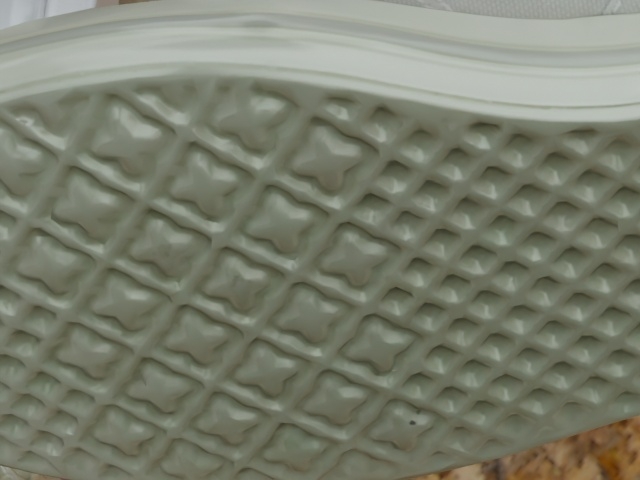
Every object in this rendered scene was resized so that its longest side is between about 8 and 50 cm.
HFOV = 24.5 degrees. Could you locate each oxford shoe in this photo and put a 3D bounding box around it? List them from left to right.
[{"bbox_3d":[0.055,-0.030,0.441,0.449,0.169,0.130,-11,40,3],"label":"oxford shoe"}]

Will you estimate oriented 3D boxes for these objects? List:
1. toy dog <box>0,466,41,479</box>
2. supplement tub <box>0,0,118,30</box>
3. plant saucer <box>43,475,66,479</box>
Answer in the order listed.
[{"bbox_3d":[-0.471,0.289,1.290,0.408,0.395,0.284,-43,116,-2],"label":"toy dog"},{"bbox_3d":[-0.258,-0.100,0.816,0.272,0.191,0.191,7,51,-4],"label":"supplement tub"},{"bbox_3d":[-0.133,0.122,1.093,0.332,0.332,0.084,31,52,6],"label":"plant saucer"}]
